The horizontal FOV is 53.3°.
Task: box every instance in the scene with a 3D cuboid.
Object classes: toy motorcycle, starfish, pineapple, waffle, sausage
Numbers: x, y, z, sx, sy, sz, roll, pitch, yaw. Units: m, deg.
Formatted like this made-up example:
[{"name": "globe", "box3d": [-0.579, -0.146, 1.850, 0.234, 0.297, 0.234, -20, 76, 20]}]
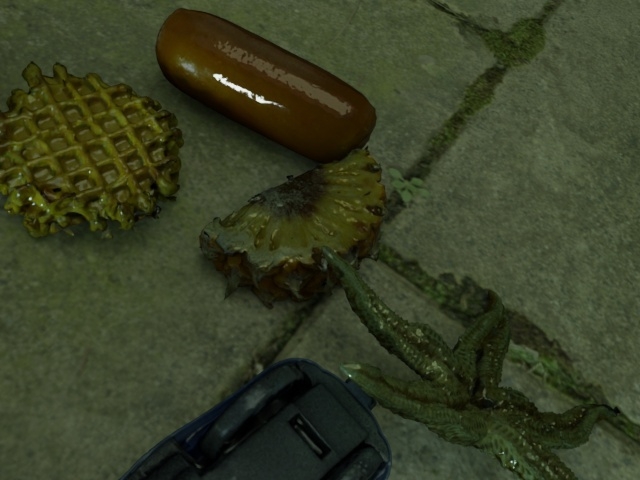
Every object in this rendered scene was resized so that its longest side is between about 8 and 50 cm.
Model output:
[{"name": "toy motorcycle", "box3d": [-0.093, 0.216, 0.410, 0.358, 0.212, 0.125, -32, 69, -37]}, {"name": "starfish", "box3d": [0.139, 0.127, 0.584, 0.358, 0.078, 0.347, 39, 26, 9]}, {"name": "pineapple", "box3d": [0.000, -0.001, 0.668, 0.233, 0.079, 0.135, -31, 62, -27]}, {"name": "waffle", "box3d": [-0.240, -0.086, 0.651, 0.193, 0.070, 0.197, 6, 58, -15]}, {"name": "sausage", "box3d": [-0.066, -0.179, 0.747, 0.274, 0.105, 0.105, 27, 52, 1]}]
